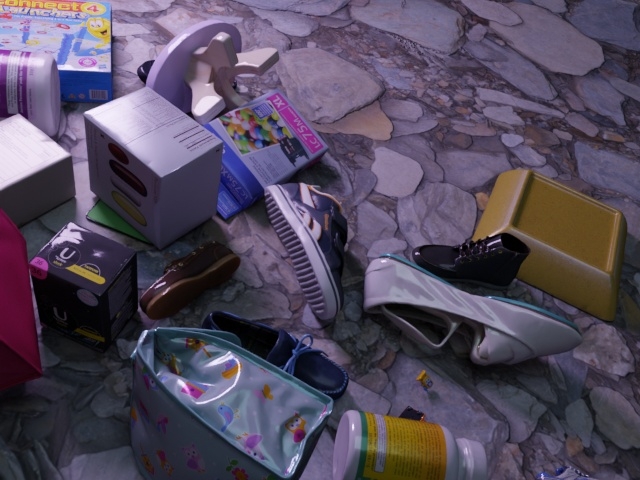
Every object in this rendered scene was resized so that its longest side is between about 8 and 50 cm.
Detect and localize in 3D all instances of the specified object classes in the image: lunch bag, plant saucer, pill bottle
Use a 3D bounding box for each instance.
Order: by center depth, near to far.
[{"bbox_3d":[-0.142,0.249,0.816,0.262,0.223,0.160,28,41,12],"label":"lunch bag"},{"bbox_3d":[0.131,0.325,0.898,0.208,0.117,0.117,11,47,-7],"label":"pill bottle"},{"bbox_3d":[-0.681,-0.294,1.192,0.302,0.169,0.169,0,49,-17],"label":"pill bottle"},{"bbox_3d":[0.534,-0.023,1.361,0.333,0.081,0.333,26,47,9],"label":"plant saucer"}]

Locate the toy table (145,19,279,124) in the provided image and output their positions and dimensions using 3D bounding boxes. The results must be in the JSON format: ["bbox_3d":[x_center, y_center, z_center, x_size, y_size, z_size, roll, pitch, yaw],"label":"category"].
[{"bbox_3d":[-0.233,-0.364,1.358,0.161,0.252,0.274,30,76,27],"label":"toy table"}]

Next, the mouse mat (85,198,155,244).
[{"bbox_3d":[-0.348,-0.077,1.203,0.153,0.007,0.189,23,48,5],"label":"mouse mat"}]

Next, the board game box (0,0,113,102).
[{"bbox_3d":[-0.640,-0.447,1.401,0.308,0.086,0.302,-2,50,-18],"label":"board game box"}]

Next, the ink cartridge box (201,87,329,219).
[{"bbox_3d":[-0.142,-0.192,1.294,0.186,0.065,0.311,50,54,2],"label":"ink cartridge box"}]

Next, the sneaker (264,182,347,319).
[{"bbox_3d":[0.000,0.000,1.151,0.127,0.126,0.321,-12,51,-18],"label":"sneaker"}]

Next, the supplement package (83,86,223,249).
[{"bbox_3d":[-0.309,-0.134,1.128,0.203,0.194,0.149,37,50,18],"label":"supplement package"}]

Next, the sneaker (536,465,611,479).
[{"bbox_3d":[0.407,0.386,0.970,0.135,0.052,0.058,2,44,-15],"label":"sneaker"}]

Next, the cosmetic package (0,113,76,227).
[{"bbox_3d":[-0.609,-0.085,1.062,0.160,0.113,0.309,36,48,17],"label":"cosmetic package"}]

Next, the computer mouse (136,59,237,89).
[{"bbox_3d":[-0.323,-0.390,1.482,0.242,0.041,0.071,5,56,-21],"label":"computer mouse"}]

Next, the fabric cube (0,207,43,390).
[{"bbox_3d":[-0.553,0.068,0.801,0.254,0.259,0.258,-21,55,-9],"label":"fabric cube"}]

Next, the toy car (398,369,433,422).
[{"bbox_3d":[0.173,0.272,1.005,0.040,0.060,0.122,49,54,-14],"label":"toy car"}]

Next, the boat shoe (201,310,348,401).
[{"bbox_3d":[-0.077,0.191,0.979,0.258,0.089,0.109,17,46,-1],"label":"boat shoe"}]

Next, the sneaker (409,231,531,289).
[{"bbox_3d":[0.298,0.023,1.222,0.222,0.118,0.083,10,47,-7],"label":"sneaker"}]

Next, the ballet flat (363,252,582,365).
[{"bbox_3d":[0.260,0.152,1.105,0.400,0.139,0.139,21,46,9],"label":"ballet flat"}]

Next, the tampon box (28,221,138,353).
[{"bbox_3d":[-0.365,0.076,0.951,0.120,0.161,0.101,22,46,5],"label":"tampon box"}]

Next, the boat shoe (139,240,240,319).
[{"bbox_3d":[-0.237,0.065,1.065,0.073,0.073,0.207,37,42,20],"label":"boat shoe"}]
